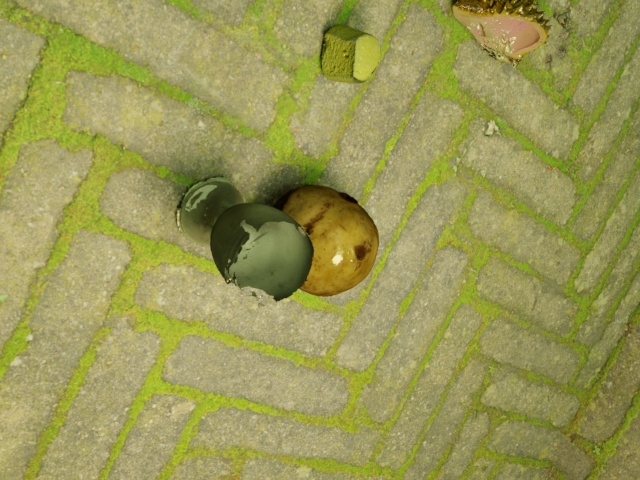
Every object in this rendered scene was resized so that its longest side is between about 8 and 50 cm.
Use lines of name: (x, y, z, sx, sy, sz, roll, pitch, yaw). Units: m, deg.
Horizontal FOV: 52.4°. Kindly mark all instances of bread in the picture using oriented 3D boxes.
bread: (0.072, -0.427, 1.500, 0.111, 0.114, 0.129, -19, 122, -32)

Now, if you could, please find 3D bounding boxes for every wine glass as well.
wine glass: (-0.164, -0.008, 1.379, 0.191, 0.357, 0.190, -14, 120, -27)

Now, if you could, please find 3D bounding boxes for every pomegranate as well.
pomegranate: (0.000, 0.000, 1.544, 0.281, 0.281, 0.281, -13, 116, -27)

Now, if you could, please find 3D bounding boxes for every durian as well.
durian: (0.481, -0.618, 1.687, 0.305, 0.186, 0.195, 23, 74, -28)
